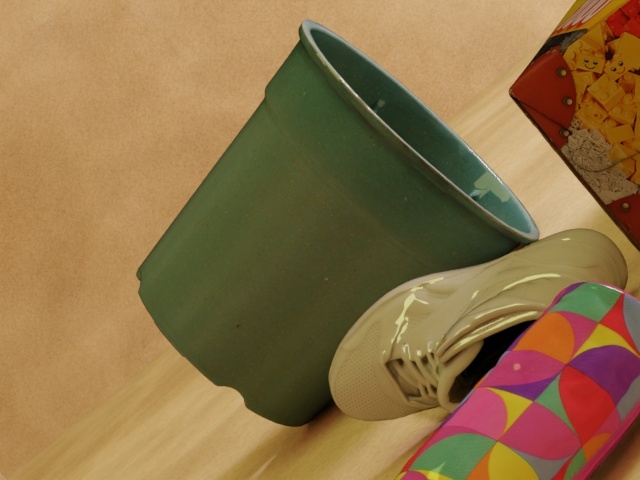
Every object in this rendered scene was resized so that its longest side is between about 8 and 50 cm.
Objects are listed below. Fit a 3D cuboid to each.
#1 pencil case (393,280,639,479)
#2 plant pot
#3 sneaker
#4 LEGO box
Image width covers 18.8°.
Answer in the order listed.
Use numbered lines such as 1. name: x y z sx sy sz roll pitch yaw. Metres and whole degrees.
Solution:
1. pencil case: 0.135 0.128 1.221 0.236 0.104 0.104 -47 8 -35
2. plant pot: 0.000 0.000 2.078 0.334 0.341 0.341 -48 4 11
3. sneaker: 0.099 0.094 1.569 0.292 0.108 0.169 -30 8 31
4. LEGO box: 0.416 -0.244 1.716 0.372 0.193 0.500 -38 6 29
